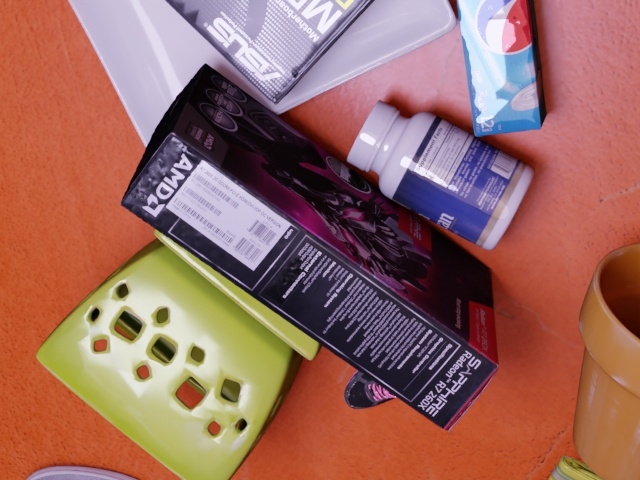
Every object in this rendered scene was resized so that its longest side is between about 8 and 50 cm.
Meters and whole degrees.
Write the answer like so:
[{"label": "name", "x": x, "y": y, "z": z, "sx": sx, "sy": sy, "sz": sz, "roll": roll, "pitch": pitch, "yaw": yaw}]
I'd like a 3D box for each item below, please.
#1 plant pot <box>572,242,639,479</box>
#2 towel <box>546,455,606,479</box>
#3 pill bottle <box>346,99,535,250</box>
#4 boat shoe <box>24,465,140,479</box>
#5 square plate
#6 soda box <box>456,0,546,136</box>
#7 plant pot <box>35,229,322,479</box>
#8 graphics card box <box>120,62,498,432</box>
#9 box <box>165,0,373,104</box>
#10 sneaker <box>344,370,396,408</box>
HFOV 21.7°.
[{"label": "plant pot", "x": 0.331, "y": 0.136, "z": 1.607, "sx": 0.205, "sy": 0.205, "sz": 0.188, "roll": 20, "pitch": 124, "yaw": 6}, {"label": "towel", "x": 0.248, "y": 0.310, "z": 1.704, "sx": 0.102, "sy": 0.021, "sz": 0.237, "roll": 30, "pitch": 135, "yaw": 7}, {"label": "pill bottle", "x": 0.115, "y": -0.068, "z": 1.636, "sx": 0.169, "sy": 0.094, "sz": 0.094, "roll": 28, "pitch": 109, "yaw": 3}, {"label": "boat shoe", "x": -0.191, "y": 0.348, "z": 1.811, "sx": 0.320, "sy": 0.103, "sz": 0.118, "roll": 29, "pitch": 109, "yaw": 3}, {"label": "square plate", "x": -0.090, "y": -0.291, "z": 1.641, "sx": 0.344, "sy": 0.049, "sz": 0.347, "roll": -25, "pitch": 99, "yaw": 18}, {"label": "soda box", "x": 0.170, "y": -0.210, "z": 1.596, "sx": 0.067, "sy": 0.071, "sz": 0.210, "roll": -6, "pitch": 104, "yaw": 14}, {"label": "plant pot", "x": -0.111, "y": 0.083, "z": 1.663, "sx": 0.228, "sy": 0.227, "sz": 0.207, "roll": 40, "pitch": 104, "yaw": -1}, {"label": "graphics card box", "x": 0.000, "y": 0.000, "z": 1.579, "sx": 0.371, "sy": 0.233, "sz": 0.094, "roll": 35, "pitch": 110, "yaw": -9}, {"label": "box", "x": -0.064, "y": -0.298, "z": 1.575, "sx": 0.270, "sy": 0.060, "sz": 0.216, "roll": 45, "pitch": 109, "yaw": -3}, {"label": "sneaker", "x": 0.074, "y": 0.146, "z": 1.725, "sx": 0.119, "sy": 0.057, "sz": 0.047, "roll": -25, "pitch": 101, "yaw": 18}]
